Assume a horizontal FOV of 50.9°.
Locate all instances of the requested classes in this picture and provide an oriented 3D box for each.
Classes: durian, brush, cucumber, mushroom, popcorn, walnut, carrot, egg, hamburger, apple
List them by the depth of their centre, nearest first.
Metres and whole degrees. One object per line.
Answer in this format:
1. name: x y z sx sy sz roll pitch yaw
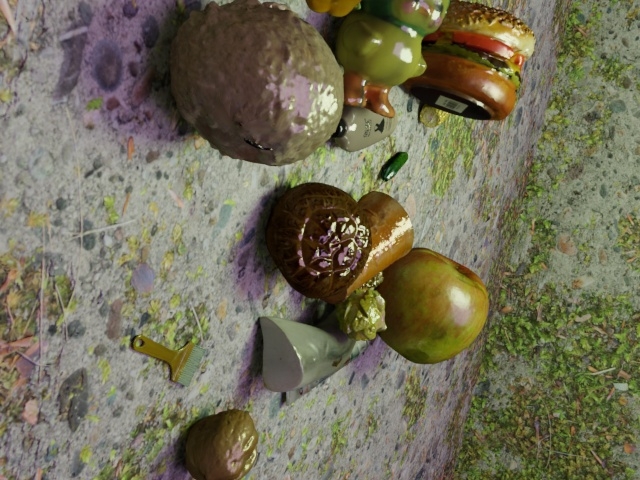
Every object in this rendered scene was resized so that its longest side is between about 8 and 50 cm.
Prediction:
1. egg: -0.096 -0.253 1.102 0.310 0.279 0.279 26 82 -48
2. brush: -0.288 0.214 1.258 0.083 0.011 0.205 -65 149 -13
3. walnut: -0.203 0.427 1.385 0.167 0.149 0.166 -59 -178 3
4. mushroom: 0.000 0.000 1.446 0.253 0.153 0.253 -1 92 -29
5. popcorn: 0.101 0.179 1.647 0.145 0.126 0.126 -58 136 -79
6. carrot: 0.082 0.015 1.648 0.254 0.195 0.196 -35 134 -35
7. mushroom: -0.003 0.249 1.652 0.397 0.125 0.178 -3 84 -61
8. hamburger: 0.379 -0.470 1.741 0.330 0.329 0.250 19 92 -61
9. durian: 0.114 0.101 1.791 0.224 0.078 0.141 -50 139 -52
10. cucumber: 0.206 -0.208 1.863 0.168 0.039 0.039 -48 142 -42
11. apple: 0.312 0.193 1.965 0.339 0.339 0.340 -35 133 -48

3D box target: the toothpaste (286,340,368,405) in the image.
1. toothpaste: 0.014 0.330 1.789 0.323 0.066 0.100 -23 124 -48

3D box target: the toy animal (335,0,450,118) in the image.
1. toy animal: 0.137 -0.449 1.446 0.216 0.191 0.338 8 116 -40

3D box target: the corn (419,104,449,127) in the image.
1. corn: 0.375 -0.429 1.995 0.248 0.081 0.081 -51 144 -34

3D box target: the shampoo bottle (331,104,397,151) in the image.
1. shampoo bottle: 0.096 -0.276 1.595 0.256 0.078 0.127 -21 126 -52

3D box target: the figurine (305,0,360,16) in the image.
1. figurine: 0.062 -0.631 1.169 0.401 0.267 0.388 32 63 -71
